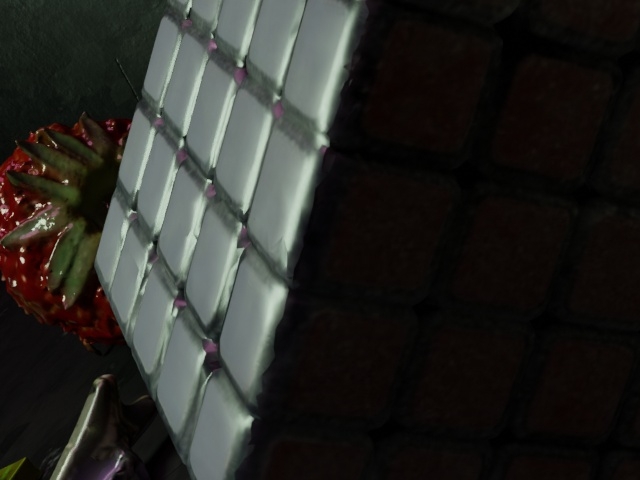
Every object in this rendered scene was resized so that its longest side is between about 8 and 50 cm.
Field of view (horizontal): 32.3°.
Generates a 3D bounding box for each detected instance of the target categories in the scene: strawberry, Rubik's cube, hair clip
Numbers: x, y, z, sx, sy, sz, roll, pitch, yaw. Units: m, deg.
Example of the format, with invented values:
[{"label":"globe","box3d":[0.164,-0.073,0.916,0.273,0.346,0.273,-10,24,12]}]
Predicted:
[{"label":"strawberry","box3d":[-0.252,0.016,1.295,0.292,0.292,0.343,-52,-5,-28]},{"label":"Rubik's cube","box3d":[0.060,-0.030,0.462,0.237,0.237,0.238,-134,58,-62]},{"label":"hair clip","box3d":[-0.226,0.241,0.922,0.106,0.084,0.292,-6,45,56]}]

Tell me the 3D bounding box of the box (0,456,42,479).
[{"label":"box","box3d":[-0.376,0.319,1.141,0.121,0.030,0.193,-30,20,37]}]
